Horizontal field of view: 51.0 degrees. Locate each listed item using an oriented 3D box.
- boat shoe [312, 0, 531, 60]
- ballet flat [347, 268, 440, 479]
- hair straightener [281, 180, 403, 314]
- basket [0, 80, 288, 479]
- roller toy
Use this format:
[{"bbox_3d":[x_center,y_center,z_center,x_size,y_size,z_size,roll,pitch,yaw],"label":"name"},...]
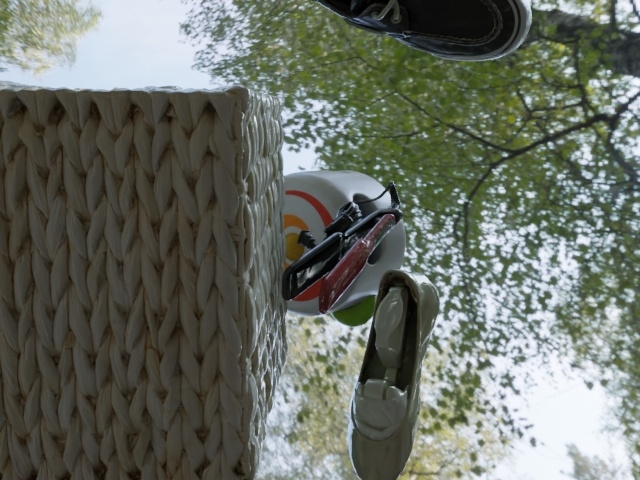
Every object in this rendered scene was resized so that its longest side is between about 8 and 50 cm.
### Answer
[{"bbox_3d":[0.051,-0.192,0.518,0.219,0.070,0.077,26,-57,16],"label":"boat shoe"},{"bbox_3d":[0.074,0.146,0.755,0.086,0.086,0.248,22,-111,-21],"label":"ballet flat"},{"bbox_3d":[0.020,-0.009,0.719,0.230,0.089,0.047,-49,-33,-45],"label":"hair straightener"},{"bbox_3d":[-0.174,0.021,0.621,0.267,0.328,0.331,1,-80,2],"label":"basket"},{"bbox_3d":[0.000,0.000,0.899,0.146,0.209,0.191,-10,-49,-52],"label":"roller toy"}]
